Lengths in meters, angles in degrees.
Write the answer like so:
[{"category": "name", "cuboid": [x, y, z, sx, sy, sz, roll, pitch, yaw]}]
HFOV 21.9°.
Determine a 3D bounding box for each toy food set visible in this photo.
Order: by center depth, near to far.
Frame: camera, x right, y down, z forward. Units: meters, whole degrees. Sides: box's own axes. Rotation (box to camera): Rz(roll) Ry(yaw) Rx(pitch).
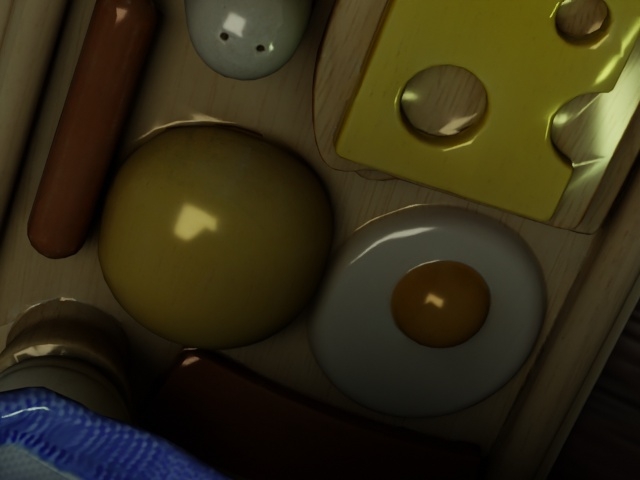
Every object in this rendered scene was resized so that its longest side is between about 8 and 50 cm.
[{"category": "toy food set", "cuboid": [0.000, 0.000, 0.466, 0.219, 0.092, 0.306, 17, 119, -9]}]

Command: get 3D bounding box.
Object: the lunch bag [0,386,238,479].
[{"category": "lunch bag", "cuboid": [-0.004, 0.232, 0.438, 0.385, 0.239, 0.328, 27, 144, -19]}]
